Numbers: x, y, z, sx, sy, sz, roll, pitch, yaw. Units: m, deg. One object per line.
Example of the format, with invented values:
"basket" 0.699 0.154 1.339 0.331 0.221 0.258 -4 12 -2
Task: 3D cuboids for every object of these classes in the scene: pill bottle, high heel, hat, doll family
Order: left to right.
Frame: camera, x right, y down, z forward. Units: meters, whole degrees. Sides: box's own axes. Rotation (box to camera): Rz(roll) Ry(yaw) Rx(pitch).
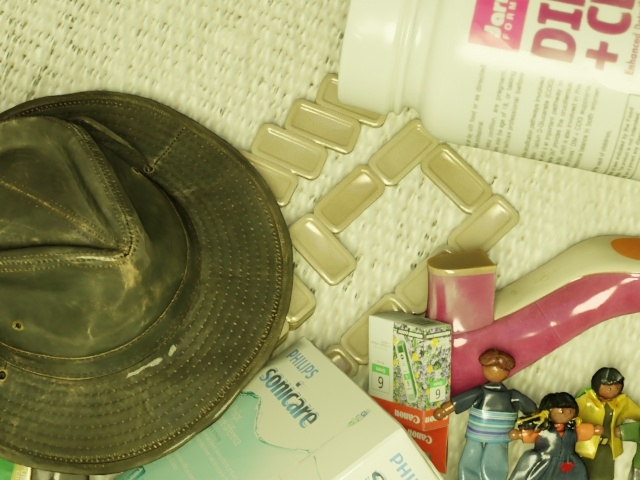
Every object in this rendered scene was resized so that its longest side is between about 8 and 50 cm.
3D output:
"hat" -0.184 -0.004 1.158 0.331 0.134 0.331 -2 61 4
"pill bottle" 0.164 -0.140 1.197 0.283 0.160 0.160 11 81 5
"doll family" 0.180 0.140 1.177 0.193 0.076 0.111 2 104 -23
"high heel" 0.195 0.064 1.219 0.244 0.082 0.117 -5 111 -11

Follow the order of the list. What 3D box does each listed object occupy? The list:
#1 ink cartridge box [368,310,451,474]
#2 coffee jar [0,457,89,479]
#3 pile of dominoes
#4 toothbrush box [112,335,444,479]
"ink cartridge box" 0.065 0.114 1.193 0.029 0.063 0.115 -7 102 -39
"coffee jar" -0.265 0.185 1.204 0.184 0.079 0.096 5 92 4
"pile of dominoes" 0.000 0.000 1.257 0.251 0.040 0.196 -42 81 -12
"toothbrush box" -0.064 0.222 1.091 0.295 0.216 0.126 -38 111 -7
